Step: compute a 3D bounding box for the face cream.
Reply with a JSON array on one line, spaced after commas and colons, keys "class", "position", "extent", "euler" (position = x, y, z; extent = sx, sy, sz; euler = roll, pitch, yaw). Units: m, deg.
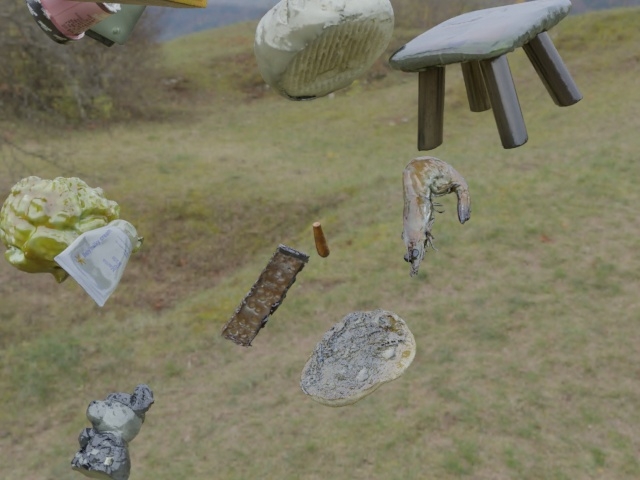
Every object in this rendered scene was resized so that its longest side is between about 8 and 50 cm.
[{"class": "face cream", "position": [-0.395, 0.031, 1.413], "extent": [0.070, 0.114, 0.224], "euler": [-38, 13, 16]}]

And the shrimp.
[{"class": "shrimp", "position": [0.246, -0.047, 1.647], "extent": [0.169, 0.296, 0.058], "euler": [14, -28, -14]}]

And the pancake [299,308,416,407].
[{"class": "pancake", "position": [0.078, 0.252, 1.697], "extent": [0.282, 0.049, 0.282], "euler": [-20, 27, 11]}]

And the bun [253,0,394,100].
[{"class": "bun", "position": [-0.004, -0.515, 1.932], "extent": [0.359, 0.211, 0.360], "euler": [-23, -18, -8]}]

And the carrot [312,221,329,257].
[{"class": "carrot", "position": [0.000, 0.000, 1.903], "extent": [0.032, 0.093, 0.032], "euler": [-12, 28, 7]}]

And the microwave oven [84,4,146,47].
[{"class": "microwave oven", "position": [-0.674, -0.735, 2.081], "extent": [0.333, 0.247, 0.394], "euler": [24, 17, -47]}]

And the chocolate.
[{"class": "chocolate", "position": [-0.151, 0.143, 2.073], "extent": [0.102, 0.329, 0.065], "euler": [25, 21, -26]}]

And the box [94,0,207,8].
[{"class": "box", "position": [-0.214, -0.325, 0.765], "extent": [0.274, 0.174, 0.076], "euler": [18, 16, 40]}]

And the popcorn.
[{"class": "popcorn", "position": [-0.651, -0.036, 2.000], "extent": [0.335, 0.279, 0.274], "euler": [-4, 50, 5]}]

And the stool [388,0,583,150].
[{"class": "stool", "position": [0.348, -0.345, 1.613], "extent": [0.310, 0.226, 0.310], "euler": [6, 34, 47]}]

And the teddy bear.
[{"class": "teddy bear", "position": [-0.512, 0.460, 1.864], "extent": [0.144, 0.171, 0.251], "euler": [33, 44, -27]}]

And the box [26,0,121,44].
[{"class": "box", "position": [-0.468, -0.471, 1.494], "extent": [0.135, 0.151, 0.151], "euler": [-20, 10, 17]}]
